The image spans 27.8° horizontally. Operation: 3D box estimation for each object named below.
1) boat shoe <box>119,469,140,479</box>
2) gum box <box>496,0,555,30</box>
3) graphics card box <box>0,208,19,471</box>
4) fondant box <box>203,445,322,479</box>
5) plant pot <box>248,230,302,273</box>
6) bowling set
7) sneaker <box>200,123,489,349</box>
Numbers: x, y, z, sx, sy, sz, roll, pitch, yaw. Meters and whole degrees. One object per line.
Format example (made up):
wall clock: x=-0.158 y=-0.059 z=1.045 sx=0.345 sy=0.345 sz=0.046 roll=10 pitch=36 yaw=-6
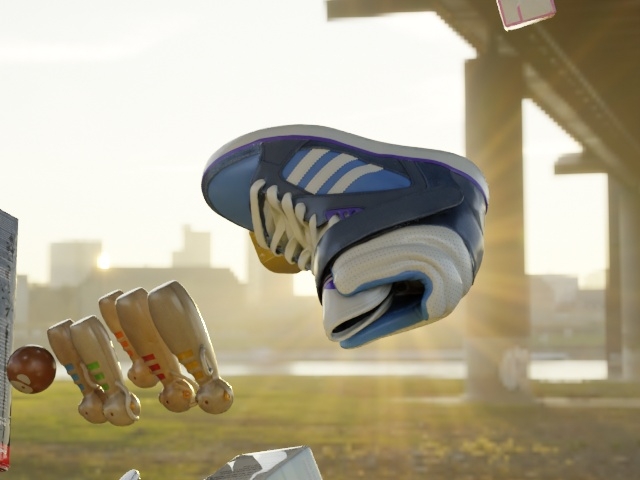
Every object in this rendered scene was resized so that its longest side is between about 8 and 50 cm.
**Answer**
boat shoe: x=-0.343 y=0.453 z=2.172 sx=0.040 sy=0.142 sz=0.049 roll=43 pitch=-25 yaw=-22
gum box: x=0.222 y=-0.347 z=1.519 sx=0.062 sy=0.188 sz=0.107 roll=-15 pitch=5 yaw=11
graphics card box: x=-0.502 y=0.104 z=1.672 sx=0.094 sy=0.370 sz=0.233 roll=-15 pitch=-26 yaw=25
fondant box: x=-0.091 y=0.343 z=1.019 sx=0.096 sy=0.238 sz=0.330 roll=-15 pitch=10 yaw=40
plant pot: x=-0.044 y=-0.004 z=1.668 sx=0.081 sy=0.081 sz=0.083 roll=-30 pitch=-14 yaw=36
bowling set: x=-0.240 y=0.155 z=1.453 sx=0.200 sy=0.154 sz=0.287 roll=-27 pitch=6 yaw=-21
sneaker: x=0.000 y=0.000 z=1.285 sx=0.323 sy=0.130 sz=0.236 roll=5 pitch=39 yaw=16
